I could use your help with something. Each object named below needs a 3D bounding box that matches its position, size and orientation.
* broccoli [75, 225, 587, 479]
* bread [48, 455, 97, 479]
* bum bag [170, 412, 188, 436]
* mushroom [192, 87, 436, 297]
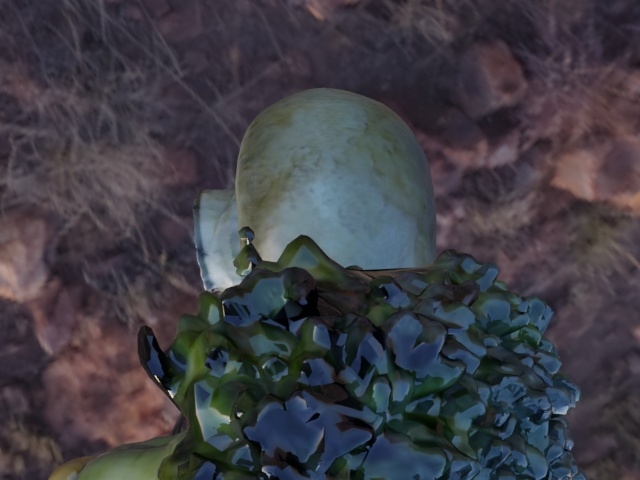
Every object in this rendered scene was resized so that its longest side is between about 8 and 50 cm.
[{"bbox_3d":[-0.007,0.147,0.748,0.280,0.293,0.348,1,154,28],"label":"broccoli"},{"bbox_3d":[-0.315,0.315,1.847,0.056,0.115,0.082,17,97,13],"label":"bread"},{"bbox_3d":[-0.106,0.187,1.338,0.069,0.102,0.248,2,165,-12],"label":"bum bag"},{"bbox_3d":[0.000,0.000,1.593,0.260,0.352,0.352,-6,128,5],"label":"mushroom"}]
